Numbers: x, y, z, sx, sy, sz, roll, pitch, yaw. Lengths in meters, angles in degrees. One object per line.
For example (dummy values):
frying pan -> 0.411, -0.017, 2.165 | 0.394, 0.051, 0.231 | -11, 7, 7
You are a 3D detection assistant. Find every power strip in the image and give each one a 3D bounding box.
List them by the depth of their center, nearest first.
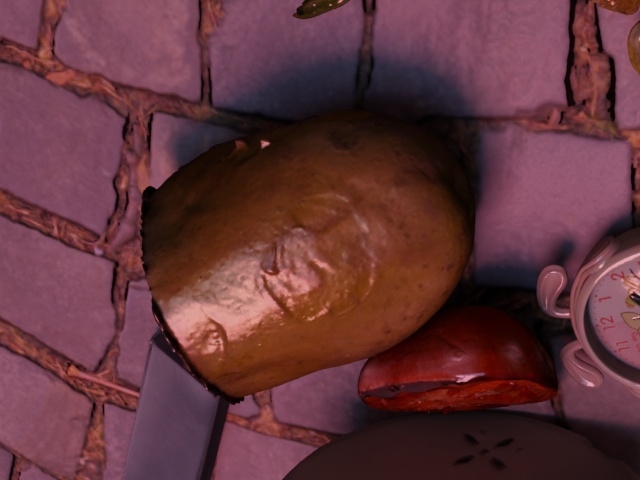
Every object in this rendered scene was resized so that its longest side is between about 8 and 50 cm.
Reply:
power strip -> 0.104, 0.298, 1.058 | 0.357, 0.357, 0.162 | 4, 116, 19

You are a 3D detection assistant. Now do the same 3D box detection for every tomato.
tomato -> 0.111, 0.099, 1.086 | 0.174, 0.166, 0.082 | -7, 74, 21

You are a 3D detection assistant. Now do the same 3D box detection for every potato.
potato -> 0.000, 0.000, 1.044 | 0.266, 0.229, 0.229 | -23, 108, 13

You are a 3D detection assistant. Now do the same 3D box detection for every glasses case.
glasses case -> -0.145, 0.220, 1.299 | 0.105, 0.056, 0.266 | 36, 127, 29

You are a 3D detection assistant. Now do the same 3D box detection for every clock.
clock -> 0.277, 0.054, 1.032 | 0.191, 0.062, 0.152 | -12, 113, 27

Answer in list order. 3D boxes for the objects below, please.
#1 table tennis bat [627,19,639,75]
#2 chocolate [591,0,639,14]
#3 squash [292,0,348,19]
table tennis bat -> 0.369, -0.205, 0.849 | 0.368, 0.054, 0.224 | -32, 102, 36
chocolate -> 0.233, -0.260, 0.876 | 0.085, 0.086, 0.219 | 18, 126, 11
squash -> 0.096, -0.259, 0.916 | 0.094, 0.094, 0.341 | 45, 122, -6
